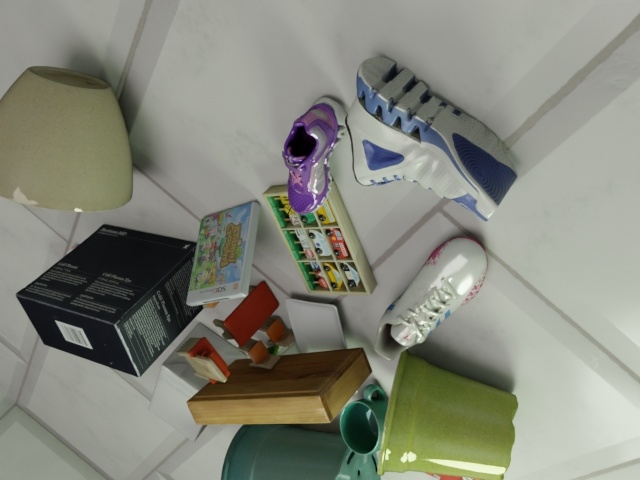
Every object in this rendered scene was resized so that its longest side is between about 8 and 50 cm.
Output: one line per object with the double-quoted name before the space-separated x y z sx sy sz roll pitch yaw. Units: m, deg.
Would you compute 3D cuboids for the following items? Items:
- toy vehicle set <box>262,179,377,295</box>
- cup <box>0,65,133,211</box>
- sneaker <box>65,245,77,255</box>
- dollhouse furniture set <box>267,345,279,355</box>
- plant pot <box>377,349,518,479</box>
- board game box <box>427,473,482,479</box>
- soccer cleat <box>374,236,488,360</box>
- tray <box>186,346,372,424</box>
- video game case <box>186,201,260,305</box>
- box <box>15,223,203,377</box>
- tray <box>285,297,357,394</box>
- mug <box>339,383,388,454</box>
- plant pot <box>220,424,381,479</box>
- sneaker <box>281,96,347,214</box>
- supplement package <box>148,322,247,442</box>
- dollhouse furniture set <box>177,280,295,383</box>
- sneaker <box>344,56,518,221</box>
"toy vehicle set" 0.000 0.000 1.380 0.166 0.035 0.266 -3 124 37
"cup" -0.549 -0.232 1.395 0.331 0.331 0.236 24 110 16
"sneaker" -0.723 0.077 1.937 0.070 0.051 0.134 43 134 3
"dollhouse furniture set" -0.091 0.345 1.751 0.076 0.058 0.152 -23 130 36
"plant pot" 0.273 0.386 1.384 0.254 0.276 0.276 10 131 13
"board game box" 0.346 0.520 1.594 0.145 0.027 0.281 21 135 17
"soccer cleat" 0.209 0.128 1.266 0.116 0.143 0.331 35 137 4
"tray" -0.103 0.345 1.546 0.411 0.203 0.076 -12 106 36
"video game case" -0.217 0.032 1.449 0.193 0.212 0.023 -13 151 41
"box" -0.501 0.137 1.642 0.343 0.312 0.179 11 131 28
"tray" 0.008 0.251 1.581 0.145 0.030 0.270 6 124 32
"mug" 0.133 0.444 1.612 0.129 0.097 0.157 54 124 30
"plant pot" -0.035 0.661 1.782 0.334 0.341 0.341 -7 122 29
"sneaker" -0.029 -0.144 1.202 0.095 0.104 0.236 31 129 20
"supplement package" -0.356 0.412 1.877 0.175 0.177 0.293 33 137 6
"dollhouse furniture set" -0.194 0.207 1.529 0.135 0.259 0.262 -3 127 49
"sneaker" 0.160 -0.143 1.096 0.315 0.127 0.182 43 142 6
